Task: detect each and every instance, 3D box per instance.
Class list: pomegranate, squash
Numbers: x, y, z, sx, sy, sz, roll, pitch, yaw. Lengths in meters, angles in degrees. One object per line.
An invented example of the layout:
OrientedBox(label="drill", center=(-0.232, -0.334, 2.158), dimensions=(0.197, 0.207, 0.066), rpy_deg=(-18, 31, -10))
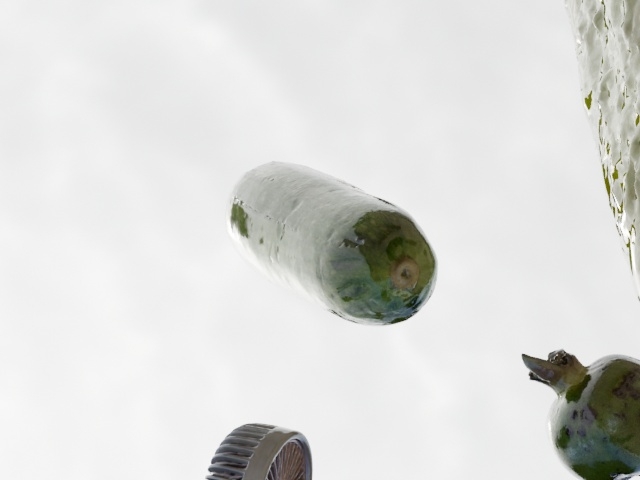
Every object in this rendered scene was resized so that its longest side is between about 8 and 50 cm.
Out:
OrientedBox(label="pomegranate", center=(0.238, 0.143, 1.593), dimensions=(0.161, 0.122, 0.122), rpy_deg=(41, -150, -3))
OrientedBox(label="squash", center=(0.000, 0.000, 0.998), dimensions=(0.069, 0.069, 0.239), rpy_deg=(37, 176, -23))

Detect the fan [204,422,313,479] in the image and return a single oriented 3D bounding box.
OrientedBox(label="fan", center=(-0.035, 0.238, 1.648), dimensions=(0.244, 0.074, 0.130), rpy_deg=(36, -114, -67))

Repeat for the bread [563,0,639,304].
OrientedBox(label="bread", center=(0.146, -0.126, 0.645), dimensions=(0.112, 0.166, 0.384), rpy_deg=(29, -143, -27))
